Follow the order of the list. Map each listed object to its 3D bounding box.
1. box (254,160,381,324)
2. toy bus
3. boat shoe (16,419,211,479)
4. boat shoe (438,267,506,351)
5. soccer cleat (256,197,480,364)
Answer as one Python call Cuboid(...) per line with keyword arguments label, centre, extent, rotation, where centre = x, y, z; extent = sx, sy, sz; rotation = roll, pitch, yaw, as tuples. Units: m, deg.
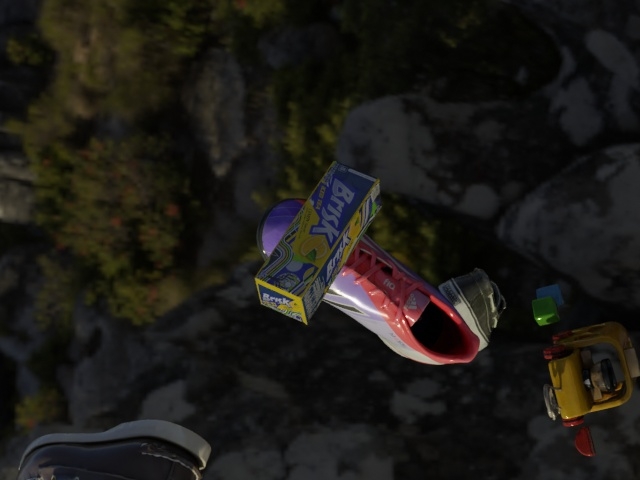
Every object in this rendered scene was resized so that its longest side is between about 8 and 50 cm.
Cuboid(label="box", centre=(0.000, 0.000, 1.439), extent=(0.059, 0.054, 0.169), rotation=(23, 61, 19))
Cuboid(label="toy bus", centre=(0.343, 0.161, 1.705), extent=(0.104, 0.191, 0.202), rotation=(-16, 48, 17))
Cuboid(label="boat shoe", centre=(-0.254, 0.281, 1.560), extent=(0.324, 0.116, 0.097), rotation=(-17, 45, 43))
Cuboid(label="boat shoe", centre=(0.212, 0.090, 1.826), extent=(0.070, 0.219, 0.078), rotation=(-31, 72, 3))
Cuboid(label="soccer cleat", centre=(0.062, 0.050, 1.616), extent=(0.116, 0.318, 0.109), rotation=(14, 70, 56))
